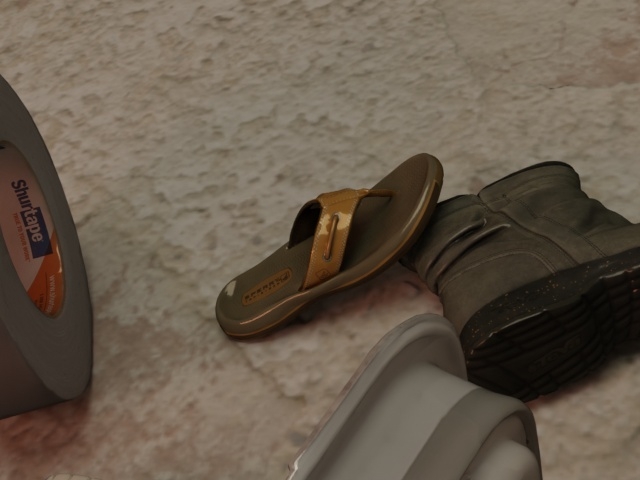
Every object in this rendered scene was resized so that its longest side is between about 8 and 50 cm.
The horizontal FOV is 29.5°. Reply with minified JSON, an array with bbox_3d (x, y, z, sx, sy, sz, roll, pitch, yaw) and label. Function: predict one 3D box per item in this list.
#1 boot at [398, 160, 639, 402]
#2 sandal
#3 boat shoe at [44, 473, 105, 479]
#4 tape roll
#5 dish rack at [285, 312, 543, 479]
[{"bbox_3d":[0.173,-0.007,0.736,0.246,0.083,0.161,-18,36,-1],"label":"boot"},{"bbox_3d":[0.000,0.000,0.777,0.180,0.049,0.072,-32,34,13],"label":"sandal"},{"bbox_3d":[-0.085,0.173,0.654,0.183,0.066,0.066,-3,48,31],"label":"boat shoe"},{"bbox_3d":[-0.213,0.002,0.759,0.072,0.219,0.219,-16,42,4],"label":"tape roll"},{"bbox_3d":[0.002,0.221,0.403,0.072,0.285,0.333,21,55,29],"label":"dish rack"}]
